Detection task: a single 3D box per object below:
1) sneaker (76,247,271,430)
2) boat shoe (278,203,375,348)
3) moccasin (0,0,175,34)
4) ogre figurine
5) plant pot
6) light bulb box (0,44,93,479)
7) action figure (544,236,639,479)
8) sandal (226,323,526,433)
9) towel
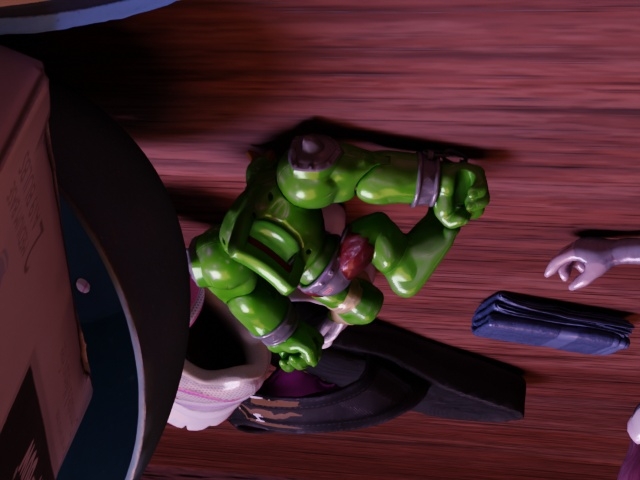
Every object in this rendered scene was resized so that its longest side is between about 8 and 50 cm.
[{"bbox_3d":[-0.131,0.035,1.184,0.252,0.103,0.111,30,151,-23],"label":"sneaker"},{"bbox_3d":[-0.017,0.036,1.248,0.095,0.084,0.258,4,166,12],"label":"boat shoe"},{"bbox_3d":[-0.180,-0.142,0.491,0.342,0.138,0.117,8,150,-4],"label":"moccasin"},{"bbox_3d":[0.000,0.000,1.045,0.118,0.097,0.197,28,151,-24],"label":"ogre figurine"},{"bbox_3d":[-0.187,0.019,0.963,0.290,0.290,0.195,2,-158,21],"label":"plant pot"},{"bbox_3d":[-0.295,0.039,0.655,0.361,0.225,0.358,21,158,3],"label":"light bulb box"},{"bbox_3d":[0.275,0.126,1.123,0.276,0.248,0.370,4,169,9],"label":"action figure"},{"bbox_3d":[0.017,0.135,1.591,0.446,0.107,0.167,17,163,-36],"label":"sandal"},{"bbox_3d":[0.183,0.068,1.393,0.119,0.029,0.067,9,166,-10],"label":"towel"}]
